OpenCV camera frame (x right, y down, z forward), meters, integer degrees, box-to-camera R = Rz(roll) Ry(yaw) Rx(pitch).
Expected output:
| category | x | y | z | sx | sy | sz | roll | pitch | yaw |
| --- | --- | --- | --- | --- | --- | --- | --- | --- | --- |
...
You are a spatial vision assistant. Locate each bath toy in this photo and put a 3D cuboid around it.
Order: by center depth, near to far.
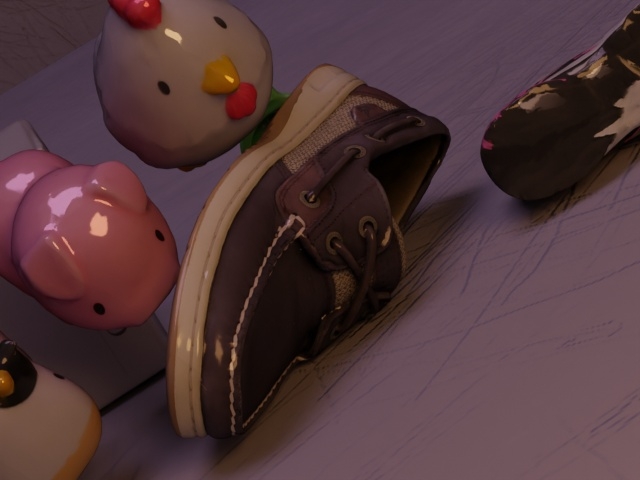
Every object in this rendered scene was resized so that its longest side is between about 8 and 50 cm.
| category | x | y | z | sx | sy | sz | roll | pitch | yaw |
| --- | --- | --- | --- | --- | --- | --- | --- | --- | --- |
| bath toy | -0.139 | 0.011 | 0.885 | 0.348 | 0.151 | 0.129 | -57 | -18 | -12 |

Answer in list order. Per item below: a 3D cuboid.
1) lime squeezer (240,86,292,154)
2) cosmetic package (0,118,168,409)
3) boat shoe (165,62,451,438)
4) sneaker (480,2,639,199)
| category | x | y | z | sx | sy | sz | roll | pitch | yaw |
| --- | --- | --- | --- | --- | --- | --- | --- | --- | --- |
| lime squeezer | -0.020 | -0.072 | 1.075 | 0.058 | 0.110 | 0.310 | -18 | -23 | 8 |
| cosmetic package | -0.208 | 0.043 | 1.048 | 0.183 | 0.151 | 0.151 | -33 | 16 | -5 |
| boat shoe | 0.000 | 0.000 | 0.908 | 0.092 | 0.103 | 0.285 | 10 | 34 | 13 |
| sneaker | 0.159 | -0.085 | 0.935 | 0.178 | 0.072 | 0.077 | -25 | 5 | -2 |
